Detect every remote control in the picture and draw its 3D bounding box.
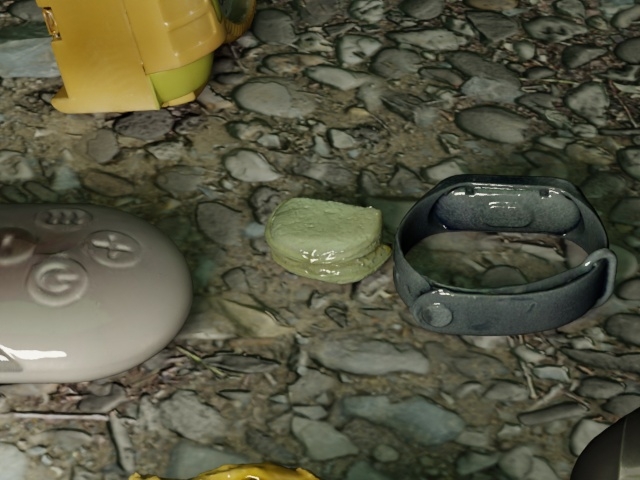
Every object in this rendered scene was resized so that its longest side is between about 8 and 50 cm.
[{"bbox_3d":[-0.276,0.042,1.474,0.332,0.103,0.221,-1,35,-4],"label":"remote control"}]

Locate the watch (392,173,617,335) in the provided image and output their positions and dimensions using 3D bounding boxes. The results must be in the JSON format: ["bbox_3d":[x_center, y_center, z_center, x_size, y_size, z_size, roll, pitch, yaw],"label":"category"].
[{"bbox_3d":[0.172,0.014,1.584,0.206,0.068,0.193,5,40,8],"label":"watch"}]

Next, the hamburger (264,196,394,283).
[{"bbox_3d":[0.000,0.003,1.596,0.121,0.054,0.084,17,43,21],"label":"hamburger"}]

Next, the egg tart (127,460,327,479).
[{"bbox_3d":[-0.069,0.306,1.052,0.352,0.153,0.339,-17,60,-16],"label":"egg tart"}]

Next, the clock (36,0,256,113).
[{"bbox_3d":[-0.179,-0.301,1.836,0.200,0.244,0.317,-2,31,18],"label":"clock"}]

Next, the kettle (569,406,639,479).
[{"bbox_3d":[0.318,0.215,1.256,0.271,0.250,0.207,6,6,14],"label":"kettle"}]
